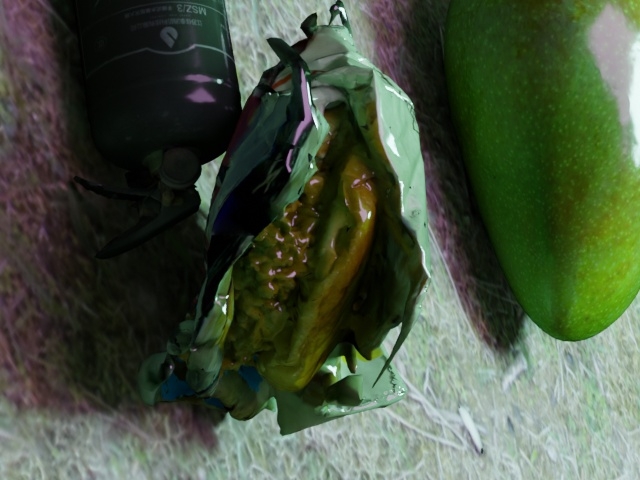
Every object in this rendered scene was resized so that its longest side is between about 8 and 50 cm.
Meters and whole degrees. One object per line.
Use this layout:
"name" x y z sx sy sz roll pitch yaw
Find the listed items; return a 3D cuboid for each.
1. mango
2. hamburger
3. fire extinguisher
"mango" 0.209 -0.102 1.655 0.225 0.201 0.382 56 32 -73
"hamburger" 0.002 0.007 1.152 0.276 0.150 0.260 -60 169 -73
"fire extinguisher" -0.112 -0.140 1.202 0.114 0.095 0.311 -5 70 -17
